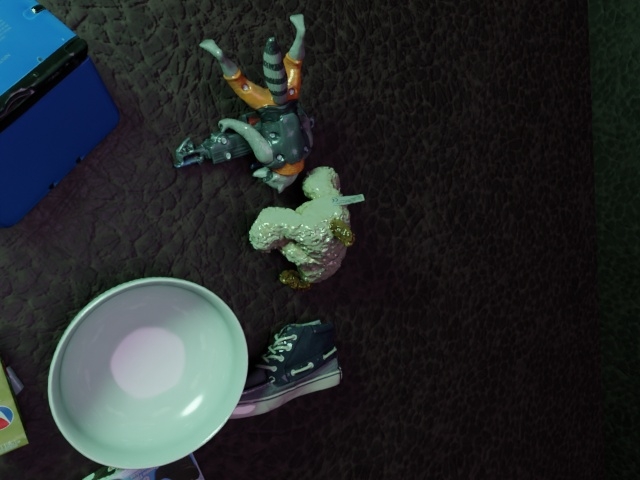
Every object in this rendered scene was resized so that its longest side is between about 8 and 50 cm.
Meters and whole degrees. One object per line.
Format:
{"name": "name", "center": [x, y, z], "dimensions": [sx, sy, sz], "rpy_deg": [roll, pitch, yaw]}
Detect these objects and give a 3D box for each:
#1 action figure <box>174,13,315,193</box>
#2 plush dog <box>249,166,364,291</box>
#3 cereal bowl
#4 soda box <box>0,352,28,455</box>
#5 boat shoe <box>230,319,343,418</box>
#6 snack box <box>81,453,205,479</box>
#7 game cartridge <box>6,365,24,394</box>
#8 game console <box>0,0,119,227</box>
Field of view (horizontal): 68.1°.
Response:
{"name": "action figure", "center": [-0.128, -0.237, 0.950], "dimensions": [0.341, 0.178, 0.330], "rpy_deg": [-31, 130, -23]}
{"name": "plush dog", "center": [0.000, 0.000, 1.068], "dimensions": [0.262, 0.210, 0.225], "rpy_deg": [-45, 152, -23]}
{"name": "cereal bowl", "center": [-0.318, 0.233, 0.892], "dimensions": [0.339, 0.141, 0.339], "rpy_deg": [0, 90, -28]}
{"name": "soda box", "center": [-0.543, 0.260, 0.784], "dimensions": [0.058, 0.061, 0.181], "rpy_deg": [-17, 103, -31]}
{"name": "boat shoe", "center": [-0.101, 0.277, 1.072], "dimensions": [0.340, 0.127, 0.158], "rpy_deg": [-6, 91, -41]}
{"name": "snack box", "center": [-0.390, 0.533, 0.928], "dimensions": [0.322, 0.060, 0.187], "rpy_deg": [-27, 109, -29]}
{"name": "game cartridge", "center": [-0.565, 0.262, 0.817], "dimensions": [0.083, 0.017, 0.056], "rpy_deg": [-33, 115, -26]}
{"name": "game console", "center": [-0.505, -0.213, 0.743], "dimensions": [0.250, 0.173, 0.293], "rpy_deg": [40, 64, -14]}
